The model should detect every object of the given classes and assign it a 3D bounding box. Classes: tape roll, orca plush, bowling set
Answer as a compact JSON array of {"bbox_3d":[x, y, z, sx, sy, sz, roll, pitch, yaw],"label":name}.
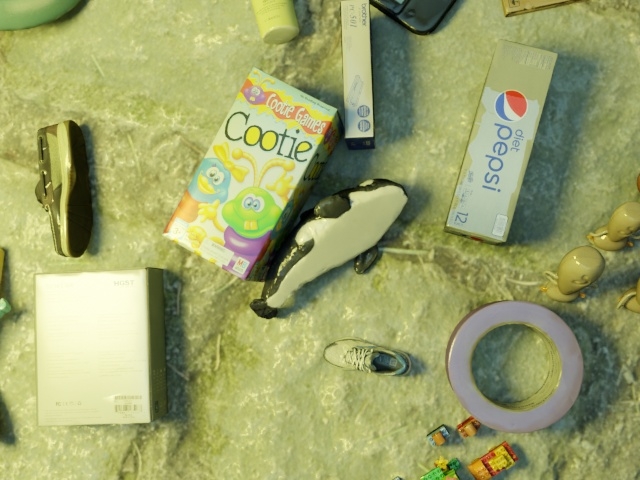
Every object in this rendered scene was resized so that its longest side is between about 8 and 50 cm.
[{"bbox_3d":[0.280,0.181,1.105,0.189,0.080,0.188,0,86,7],"label":"tape roll"},{"bbox_3d":[0.000,0.000,1.161,0.151,0.102,0.287,30,103,-37],"label":"orca plush"},{"bbox_3d":[0.481,0.008,1.084,0.287,0.154,0.199,14,69,8],"label":"bowling set"}]

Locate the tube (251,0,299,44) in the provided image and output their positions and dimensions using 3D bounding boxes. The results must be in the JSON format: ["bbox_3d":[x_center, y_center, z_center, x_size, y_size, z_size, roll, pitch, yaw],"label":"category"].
[{"bbox_3d":[-0.091,-0.432,1.198,0.070,0.062,0.240,-7,79,-30],"label":"tube"}]

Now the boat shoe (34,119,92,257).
[{"bbox_3d":[-0.412,-0.079,1.197,0.074,0.080,0.223,-7,80,11],"label":"boat shoe"}]

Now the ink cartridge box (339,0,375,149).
[{"bbox_3d":[0.058,-0.248,1.148,0.046,0.097,0.207,-2,86,5],"label":"ink cartridge box"}]

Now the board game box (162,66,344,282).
[{"bbox_3d":[-0.094,-0.091,1.129,0.144,0.142,0.275,28,89,7],"label":"board game box"}]

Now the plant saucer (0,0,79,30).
[{"bbox_3d":[-0.510,-0.484,1.181,0.318,0.044,0.317,4,79,-20],"label":"plant saucer"}]

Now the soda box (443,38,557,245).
[{"bbox_3d":[0.264,-0.140,1.120,0.091,0.098,0.286,16,87,8],"label":"soda box"}]

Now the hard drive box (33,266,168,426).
[{"bbox_3d":[-0.336,0.161,1.163,0.181,0.089,0.232,-2,86,5],"label":"hard drive box"}]

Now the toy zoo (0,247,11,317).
[{"bbox_3d":[-0.630,0.085,1.195,0.293,0.030,0.192,7,67,6],"label":"toy zoo"}]

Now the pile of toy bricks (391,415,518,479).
[{"bbox_3d":[0.178,0.347,1.090,0.212,0.105,0.118,-36,83,2],"label":"pile of toy bricks"}]

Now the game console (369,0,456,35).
[{"bbox_3d":[0.115,-0.501,1.123,0.293,0.173,0.250,36,90,7],"label":"game console"}]

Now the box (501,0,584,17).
[{"bbox_3d":[0.350,-0.460,1.172,0.165,0.021,0.201,-10,85,5],"label":"box"}]

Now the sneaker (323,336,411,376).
[{"bbox_3d":[0.070,0.176,1.137,0.135,0.058,0.052,6,87,7],"label":"sneaker"}]
